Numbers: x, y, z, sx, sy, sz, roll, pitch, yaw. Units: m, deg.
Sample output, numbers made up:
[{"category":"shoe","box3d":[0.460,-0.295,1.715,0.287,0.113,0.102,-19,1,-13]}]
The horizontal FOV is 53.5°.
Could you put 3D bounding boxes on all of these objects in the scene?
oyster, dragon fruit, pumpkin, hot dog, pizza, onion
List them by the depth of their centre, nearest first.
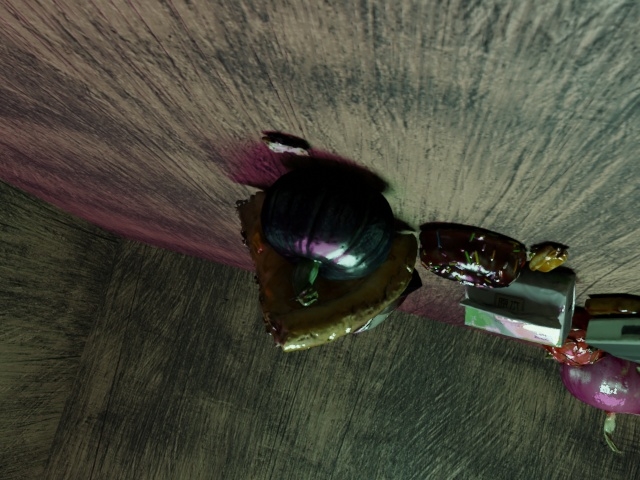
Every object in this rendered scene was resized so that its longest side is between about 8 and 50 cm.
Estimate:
[{"category":"oyster","box3d":[-0.055,-0.154,1.026,0.083,0.019,0.054,13,172,4]},{"category":"pumpkin","box3d":[0.000,0.000,1.146,0.248,0.248,0.248,15,171,3]},{"category":"hot dog","box3d":[0.443,0.031,1.249,0.056,0.041,0.133,8,165,0]},{"category":"pizza","box3d":[0.042,0.041,1.331,0.392,0.435,0.080,0,136,-20]},{"category":"dragon fruit","box3d":[0.733,0.278,1.815,0.172,0.172,0.209,19,162,-18]},{"category":"onion","box3d":[1.005,0.490,2.207,0.358,0.345,0.358,33,-169,-7]}]

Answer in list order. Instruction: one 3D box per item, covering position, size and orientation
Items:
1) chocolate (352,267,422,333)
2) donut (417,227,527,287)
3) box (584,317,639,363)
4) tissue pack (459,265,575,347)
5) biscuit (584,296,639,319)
[{"category":"chocolate","box3d":[0.083,0.109,1.536,0.284,0.186,0.283,20,-160,-8]},{"category":"donut","box3d":[0.317,0.040,1.341,0.235,0.089,0.235,14,169,3]},{"category":"box","box3d":[0.863,0.264,1.476,0.373,0.090,0.367,16,172,-1]},{"category":"tissue pack","box3d":[0.443,0.151,1.442,0.229,0.159,0.145,12,-148,30]},{"category":"biscuit","box3d":[0.828,0.196,1.541,0.359,0.046,0.359,15,170,3]}]
